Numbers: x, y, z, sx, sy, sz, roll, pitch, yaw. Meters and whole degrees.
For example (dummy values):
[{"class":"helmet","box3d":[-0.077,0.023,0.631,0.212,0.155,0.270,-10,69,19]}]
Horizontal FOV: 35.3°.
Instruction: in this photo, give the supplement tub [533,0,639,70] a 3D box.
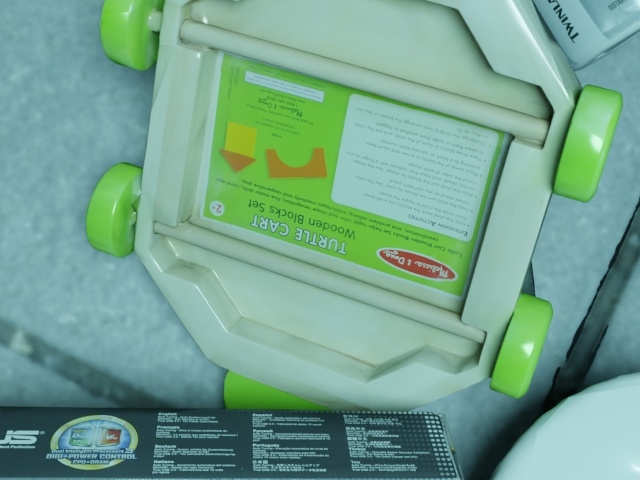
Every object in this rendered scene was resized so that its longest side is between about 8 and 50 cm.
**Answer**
[{"class":"supplement tub","box3d":[0.154,-0.213,0.628,0.117,0.117,0.190,-32,89,-8]}]

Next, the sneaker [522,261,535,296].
[{"class":"sneaker","box3d":[0.017,-0.062,0.622,0.163,0.106,0.281,-22,90,10]}]

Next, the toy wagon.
[{"class":"toy wagon","box3d":[0.000,0.000,0.563,0.267,0.068,0.344,19,118,14]}]

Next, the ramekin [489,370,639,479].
[{"class":"ramekin","box3d":[0.197,0.201,0.524,0.277,0.135,0.277,0,53,1]}]

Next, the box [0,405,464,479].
[{"class":"box","box3d":[-0.072,0.194,0.544,0.270,0.060,0.216,1,116,-6]}]
